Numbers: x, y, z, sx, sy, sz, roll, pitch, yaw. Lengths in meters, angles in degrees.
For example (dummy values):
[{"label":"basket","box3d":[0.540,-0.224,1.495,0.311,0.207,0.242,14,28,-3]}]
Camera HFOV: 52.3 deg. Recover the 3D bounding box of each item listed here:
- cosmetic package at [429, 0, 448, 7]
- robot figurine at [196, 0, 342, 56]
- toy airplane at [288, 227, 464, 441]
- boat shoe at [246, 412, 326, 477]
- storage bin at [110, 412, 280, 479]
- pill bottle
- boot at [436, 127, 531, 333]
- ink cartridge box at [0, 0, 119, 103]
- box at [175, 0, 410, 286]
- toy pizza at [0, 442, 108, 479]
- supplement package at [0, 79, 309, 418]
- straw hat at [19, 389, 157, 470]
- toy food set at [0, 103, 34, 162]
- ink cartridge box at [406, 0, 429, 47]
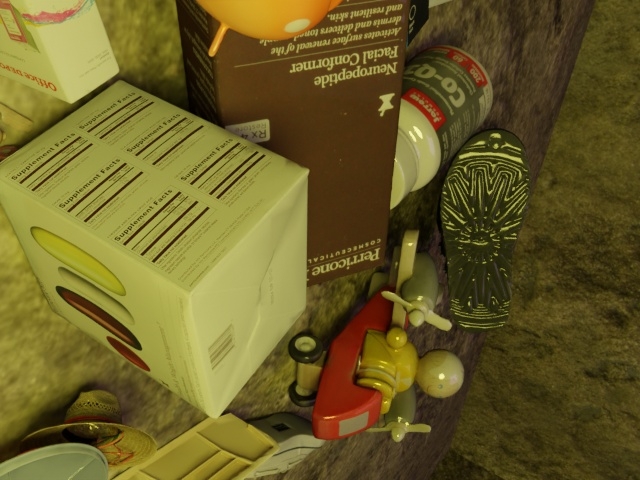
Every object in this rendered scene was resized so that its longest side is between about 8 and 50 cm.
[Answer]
[{"label":"cosmetic package","box3d":[0.160,-0.454,0.908,0.117,0.085,0.231,-36,140,-46]},{"label":"robot figurine","box3d":[-0.010,-0.219,0.423,0.128,0.158,0.219,47,73,-18]},{"label":"toy airplane","box3d":[0.146,0.192,1.207,0.384,0.272,0.386,-66,154,-3]},{"label":"boat shoe","box3d":[-0.074,0.363,1.149,0.258,0.095,0.084,22,94,-58]},{"label":"storage bin","box3d":[-0.190,0.420,0.925,0.260,0.123,0.262,-21,129,-56]},{"label":"pill bottle","box3d":[0.138,-0.175,1.009,0.283,0.161,0.161,-45,148,-38]},{"label":"boot","box3d":[0.311,-0.069,1.311,0.445,0.146,0.367,-57,152,-69]},{"label":"ink cartridge box","box3d":[-0.201,-0.165,0.445,0.052,0.088,0.122,-50,150,-31]},{"label":"box","box3d":[-0.031,-0.129,0.672,0.191,0.143,0.381,-16,134,-18]},{"label":"toy pizza","box3d":[-0.308,0.274,0.649,0.201,0.032,0.201,-33,145,-27]},{"label":"supplement package","box3d":[-0.133,0.008,0.566,0.149,0.203,0.194,-49,156,-34]},{"label":"straw hat","box3d":[-0.242,0.194,0.697,0.144,0.144,0.061,74,7,-53]},{"label":"toy food set","box3d":[-0.265,-0.047,0.502,0.122,0.019,0.078,-64,155,-5]},{"label":"ink cartridge box","box3d":[0.070,-0.303,0.788,0.206,0.045,0.208,-55,151,-27]}]
